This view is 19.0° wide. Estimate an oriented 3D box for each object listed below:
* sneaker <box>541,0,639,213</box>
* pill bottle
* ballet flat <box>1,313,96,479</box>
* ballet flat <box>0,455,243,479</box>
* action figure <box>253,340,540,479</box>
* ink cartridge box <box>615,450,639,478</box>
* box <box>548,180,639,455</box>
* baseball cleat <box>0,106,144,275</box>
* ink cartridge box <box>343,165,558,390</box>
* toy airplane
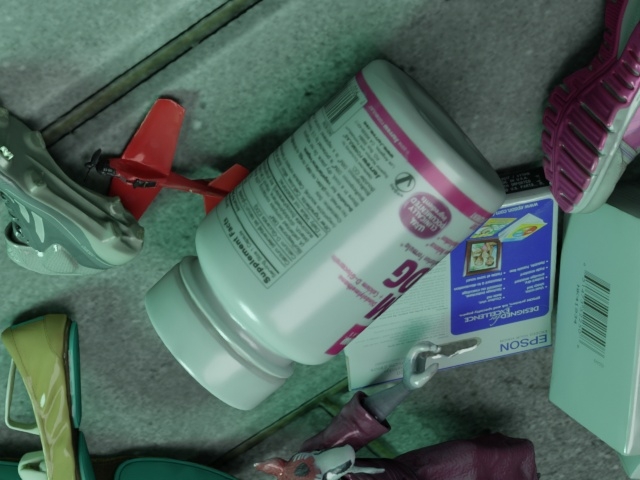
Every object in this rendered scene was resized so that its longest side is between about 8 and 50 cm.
[{"bbox_3d":[0.276,-0.124,1.618,0.111,0.103,0.252,8,125,-28],"label":"sneaker"},{"bbox_3d":[0.000,0.000,1.583,0.283,0.160,0.160,-42,131,12],"label":"pill bottle"},{"bbox_3d":[-0.242,0.175,1.716,0.073,0.080,0.232,-5,106,-1],"label":"ballet flat"},{"bbox_3d":[-0.217,0.271,1.834,0.342,0.116,0.124,5,150,-22],"label":"ballet flat"},{"bbox_3d":[0.052,0.248,1.839,0.276,0.248,0.370,-13,156,40],"label":"action figure"},{"bbox_3d":[0.427,0.169,1.959,0.219,0.092,0.160,8,129,-24],"label":"ink cartridge box"},{"bbox_3d":[0.403,0.063,1.744,0.345,0.168,0.215,-1,103,-18],"label":"box"},{"bbox_3d":[-0.240,-0.029,1.558,0.109,0.072,0.206,-28,127,30],"label":"baseball cleat"},{"bbox_3d":[0.113,0.037,1.758,0.206,0.045,0.208,-12,134,-7],"label":"ink cartridge box"},{"bbox_3d":[-0.127,-0.050,1.606,0.151,0.028,0.151,-9,136,-9],"label":"toy airplane"}]
